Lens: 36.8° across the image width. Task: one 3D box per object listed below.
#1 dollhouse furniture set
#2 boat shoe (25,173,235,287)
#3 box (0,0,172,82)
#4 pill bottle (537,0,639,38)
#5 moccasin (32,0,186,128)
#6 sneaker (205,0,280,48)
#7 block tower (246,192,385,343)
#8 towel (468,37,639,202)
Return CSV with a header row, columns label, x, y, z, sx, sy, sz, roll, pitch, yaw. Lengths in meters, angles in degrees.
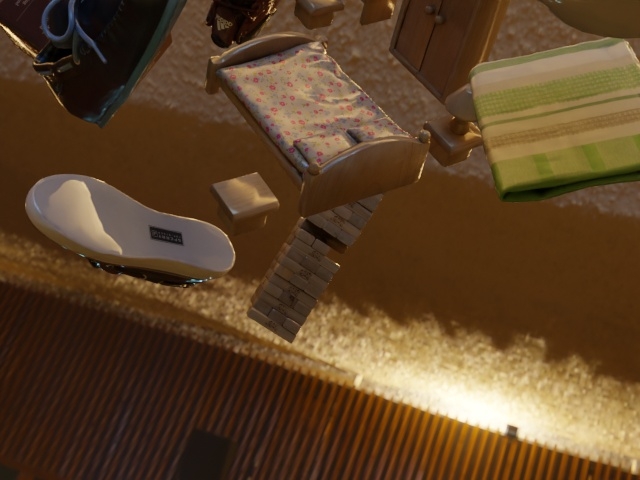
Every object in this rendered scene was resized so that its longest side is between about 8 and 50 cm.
label,x,y,z,sx,sy,sz,roll,pitch,yaw
dollhouse furniture set,0.003,-0.208,0.937,0.303,0.355,0.174,51,-35,30
boat shoe,-0.191,0.001,0.939,0.228,0.080,0.076,14,-36,-43
box,-0.360,-0.328,1.481,0.203,0.168,0.167,37,-8,-2
pill bottle,0.052,-0.248,0.350,0.229,0.229,0.407,-15,-30,37
moccasin,-0.218,-0.204,0.942,0.116,0.138,0.342,32,-31,-16
sneaker,-0.090,-0.303,1.153,0.106,0.281,0.163,35,-77,6
block tower,0.000,0.000,1.599,0.091,0.335,0.097,32,0,-8
towel,0.159,-0.078,0.621,0.113,0.152,0.023,-10,-51,9
